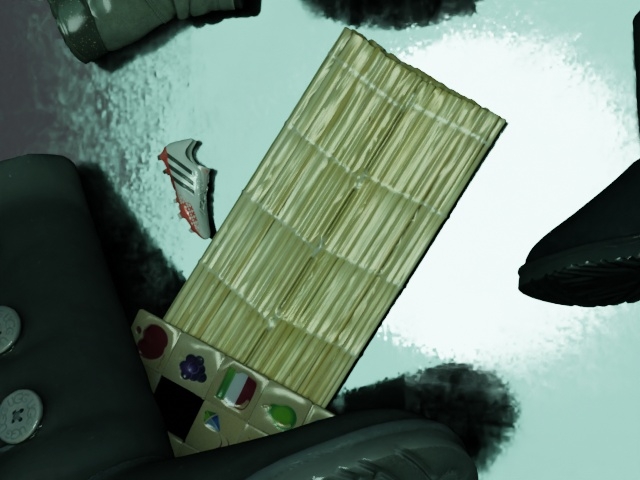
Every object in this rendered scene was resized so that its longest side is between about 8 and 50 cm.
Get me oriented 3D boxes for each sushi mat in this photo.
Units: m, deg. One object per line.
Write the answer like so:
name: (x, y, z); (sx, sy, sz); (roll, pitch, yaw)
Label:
sushi mat: (0.000, 0.000, 1.373); (0.151, 0.019, 0.316); (33, 95, 8)

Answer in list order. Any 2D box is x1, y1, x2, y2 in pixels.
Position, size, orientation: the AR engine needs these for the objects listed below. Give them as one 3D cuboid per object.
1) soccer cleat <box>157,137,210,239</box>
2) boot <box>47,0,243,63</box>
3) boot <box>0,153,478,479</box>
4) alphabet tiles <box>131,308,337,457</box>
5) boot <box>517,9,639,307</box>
soccer cleat: (-0.101, -0.042, 1.388); (0.035, 0.029, 0.083); (-24, 81, 13)
boot: (-0.163, -0.275, 1.385); (0.161, 0.083, 0.246); (-23, 91, 2)
boot: (-0.137, 0.099, 1.253); (0.367, 0.146, 0.445); (-28, 45, -2)
alphabet tiles: (-0.109, 0.204, 1.385); (0.198, 0.009, 0.237); (28, 100, 9)
boot: (0.253, -0.072, 1.293); (0.246, 0.094, 0.207); (-21, 59, 40)
